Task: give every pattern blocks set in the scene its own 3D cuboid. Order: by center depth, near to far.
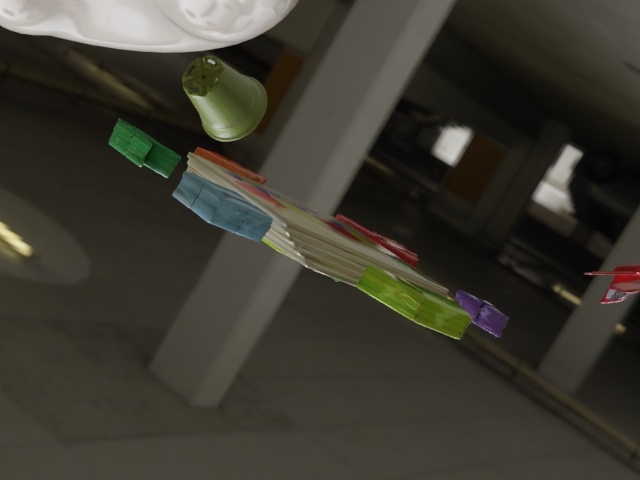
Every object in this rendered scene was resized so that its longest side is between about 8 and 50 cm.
[{"bbox_3d":[0.000,0.000,0.897,0.325,0.026,0.285,25,-174,-34],"label":"pattern blocks set"}]

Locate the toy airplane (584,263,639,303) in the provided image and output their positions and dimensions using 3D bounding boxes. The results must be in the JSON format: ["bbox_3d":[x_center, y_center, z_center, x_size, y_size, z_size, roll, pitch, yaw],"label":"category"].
[{"bbox_3d":[0.258,0.026,0.923,0.151,0.028,0.151,-6,174,-1],"label":"toy airplane"}]

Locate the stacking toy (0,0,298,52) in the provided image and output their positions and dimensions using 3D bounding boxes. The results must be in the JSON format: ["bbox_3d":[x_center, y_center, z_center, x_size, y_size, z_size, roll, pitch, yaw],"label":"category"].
[{"bbox_3d":[-0.140,-0.408,0.928,0.351,0.480,0.350,11,166,3],"label":"stacking toy"}]

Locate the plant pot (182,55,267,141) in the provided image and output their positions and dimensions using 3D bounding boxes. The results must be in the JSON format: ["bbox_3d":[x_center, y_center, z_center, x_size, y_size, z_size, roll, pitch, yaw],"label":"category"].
[{"bbox_3d":[-0.113,-0.165,1.399,0.083,0.083,0.079,37,175,33],"label":"plant pot"}]
